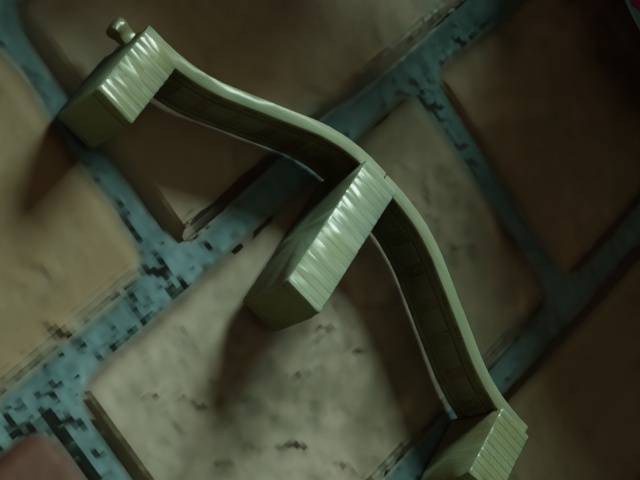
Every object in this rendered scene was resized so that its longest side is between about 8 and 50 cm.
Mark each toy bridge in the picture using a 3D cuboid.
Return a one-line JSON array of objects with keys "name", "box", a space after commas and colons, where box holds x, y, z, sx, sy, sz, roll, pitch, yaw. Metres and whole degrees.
[{"name": "toy bridge", "box": [0.000, 0.000, 0.593, 0.188, 0.026, 0.063, 47, 51, -17]}]

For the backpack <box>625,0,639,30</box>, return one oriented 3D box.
[{"name": "backpack", "box": [0.220, -0.156, 0.718, 0.253, 0.191, 0.225, -18, 88, -35]}]
